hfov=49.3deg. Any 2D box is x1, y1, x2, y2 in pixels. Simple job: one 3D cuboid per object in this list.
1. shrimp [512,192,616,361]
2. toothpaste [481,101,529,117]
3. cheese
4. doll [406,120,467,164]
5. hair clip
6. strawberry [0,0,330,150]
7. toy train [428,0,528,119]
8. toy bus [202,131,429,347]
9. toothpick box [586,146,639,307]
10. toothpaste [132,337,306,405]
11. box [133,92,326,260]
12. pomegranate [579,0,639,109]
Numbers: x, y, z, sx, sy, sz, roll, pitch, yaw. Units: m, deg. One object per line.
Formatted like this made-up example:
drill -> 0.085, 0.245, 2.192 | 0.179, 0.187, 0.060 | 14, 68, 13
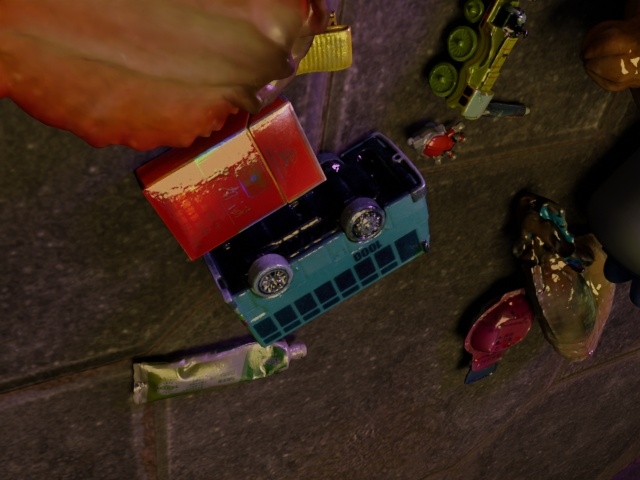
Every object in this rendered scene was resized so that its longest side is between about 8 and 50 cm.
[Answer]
shrimp -> 0.428, 0.060, 1.178 | 0.445, 0.109, 0.221 | 44, 70, -48
toothpaste -> 0.240, -0.170, 0.907 | 0.083, 0.019, 0.027 | -5, 155, -30
cheese -> 0.313, 0.172, 1.250 | 0.155, 0.062, 0.244 | -14, 136, -23
doll -> 0.141, -0.125, 0.868 | 0.114, 0.039, 0.057 | -1, 159, -46
hair clip -> -0.052, -0.170, 0.685 | 0.173, 0.046, 0.072 | -20, 133, -15
strawberry -> -0.159, -0.202, 0.513 | 0.335, 0.149, 0.265 | 5, 150, -24
toy train -> 0.197, -0.256, 0.747 | 0.053, 0.085, 0.250 | -15, 138, -47
toy bus -> 0.000, 0.000, 0.822 | 0.255, 0.128, 0.147 | -30, 139, -5
toothpick box -> 0.576, -0.058, 1.062 | 0.355, 0.263, 0.263 | -48, 138, 16
toothpaste -> -0.134, 0.172, 0.959 | 0.247, 0.047, 0.078 | -8, 128, -25
box -> -0.092, -0.068, 0.740 | 0.175, 0.048, 0.112 | -32, 130, -4
pomegranate -> 0.497, -0.239, 0.773 | 0.409, 0.410, 0.410 | -19, 137, -19
